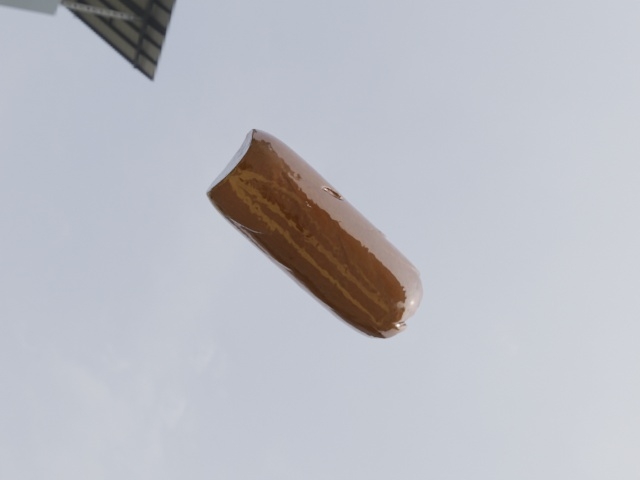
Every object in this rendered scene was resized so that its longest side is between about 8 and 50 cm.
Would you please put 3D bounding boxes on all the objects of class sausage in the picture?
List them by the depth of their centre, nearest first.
[{"bbox_3d":[0.001,0.001,0.912,0.304,0.121,0.121,42,-59,-15],"label":"sausage"}]
